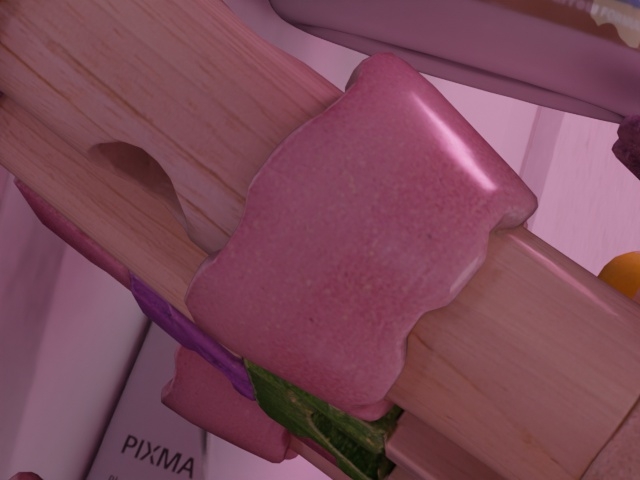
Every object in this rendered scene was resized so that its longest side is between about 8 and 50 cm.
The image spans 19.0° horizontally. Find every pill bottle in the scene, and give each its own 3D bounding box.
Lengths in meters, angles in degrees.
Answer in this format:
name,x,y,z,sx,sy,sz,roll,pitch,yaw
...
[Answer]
name,x,y,z,sx,sy,sz,roll,pitch,yaw
pill bottle,0.087,-0.183,0.656,0.153,0.153,0.264,11,96,-68

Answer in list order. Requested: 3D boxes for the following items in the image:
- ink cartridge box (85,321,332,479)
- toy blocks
name,x,y,z,sx,sy,sz,roll,pitch,yaw
ink cartridge box,-0.021,0.083,0.731,0.232,0.066,0.189,-65,157,-9
toy blocks,0.000,0.000,0.475,0.309,0.260,0.288,-50,168,-11
